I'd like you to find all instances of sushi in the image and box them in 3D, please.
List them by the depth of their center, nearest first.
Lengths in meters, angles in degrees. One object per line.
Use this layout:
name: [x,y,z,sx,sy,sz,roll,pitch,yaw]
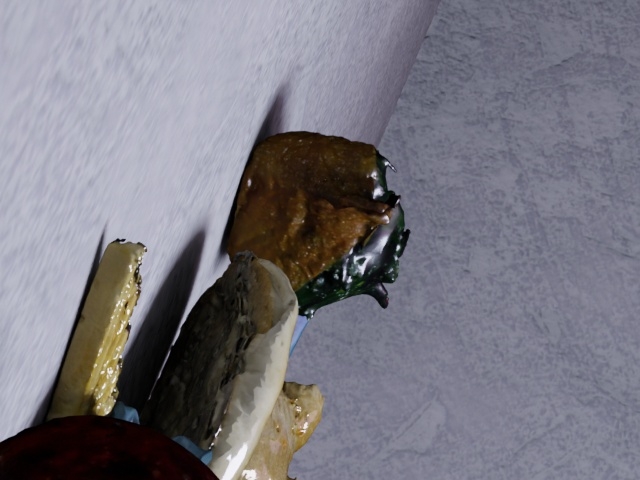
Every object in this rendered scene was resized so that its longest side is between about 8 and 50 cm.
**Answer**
sushi: [0.000,-0.001,1.429,0.287,0.140,0.149,98,8,-73]

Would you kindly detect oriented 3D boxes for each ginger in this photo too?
ginger: [-0.071,0.171,1.433,0.102,0.157,0.216,-13,-120,50]

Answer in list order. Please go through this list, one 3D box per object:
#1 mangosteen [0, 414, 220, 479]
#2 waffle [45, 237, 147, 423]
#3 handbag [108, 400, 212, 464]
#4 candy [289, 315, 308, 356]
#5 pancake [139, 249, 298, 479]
mangosteen: [-0.115,0.164,0.734,0.180,0.166,0.166,-30,152,-39]
waffle: [-0.115,0.049,0.949,0.097,0.023,0.152,-62,174,-66]
handbag: [-0.139,0.199,0.979,0.179,0.062,0.229,-64,-176,-26]
candy: [-0.062,0.096,1.715,0.187,0.077,0.331,128,-14,-76]
pancake: [-0.092,0.137,1.223,0.282,0.049,0.282,-56,-163,27]
